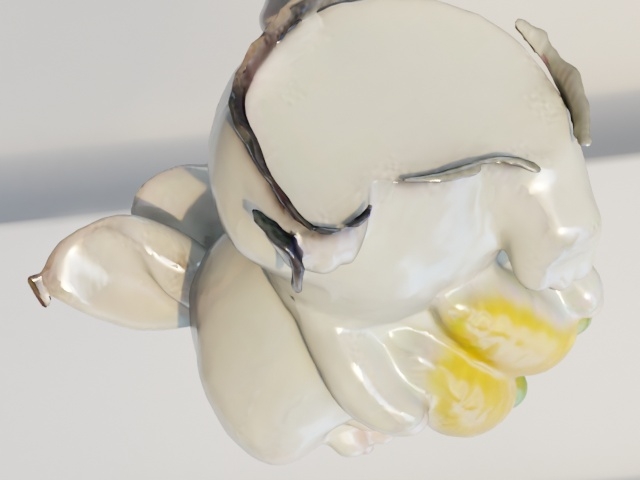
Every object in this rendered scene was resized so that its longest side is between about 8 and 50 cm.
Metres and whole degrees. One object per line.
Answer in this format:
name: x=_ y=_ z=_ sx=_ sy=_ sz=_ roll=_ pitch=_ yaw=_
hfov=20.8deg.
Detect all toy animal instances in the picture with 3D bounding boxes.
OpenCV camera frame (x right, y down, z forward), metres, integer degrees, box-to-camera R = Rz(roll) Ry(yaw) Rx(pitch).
toy animal: x=0.002 y=0.006 z=0.888 sx=0.247 sy=0.183 sz=0.310 roll=44 pitch=-28 yaw=9
